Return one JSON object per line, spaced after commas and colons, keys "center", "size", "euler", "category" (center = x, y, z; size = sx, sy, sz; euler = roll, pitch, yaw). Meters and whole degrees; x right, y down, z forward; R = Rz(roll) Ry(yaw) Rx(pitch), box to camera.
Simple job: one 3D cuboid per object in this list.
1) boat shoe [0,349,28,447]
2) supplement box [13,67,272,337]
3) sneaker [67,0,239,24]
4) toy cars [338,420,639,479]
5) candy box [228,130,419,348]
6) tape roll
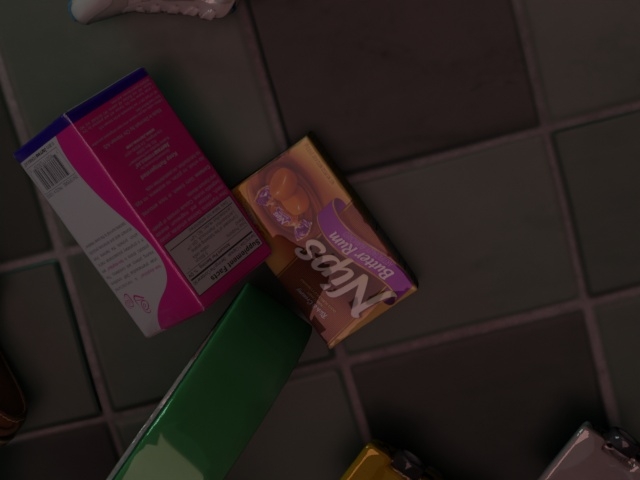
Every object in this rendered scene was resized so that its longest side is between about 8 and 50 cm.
{"center": [-0.379, 0.063, 1.383], "size": [0.104, 0.111, 0.307], "euler": [-35, 97, 11], "category": "boat shoe"}
{"center": [-0.167, -0.034, 1.329], "size": [0.111, 0.114, 0.220], "euler": [-26, 100, 49], "category": "supplement box"}
{"center": [-0.129, -0.245, 1.318], "size": [0.229, 0.087, 0.092], "euler": [-21, 101, 10], "category": "sneaker"}
{"center": [0.203, 0.259, 1.398], "size": [0.394, 0.087, 0.176], "euler": [-5, 106, 2], "category": "toy cars"}
{"center": [0.000, 0.000, 1.374], "size": [0.109, 0.053, 0.186], "euler": [-34, 96, 10], "category": "candy box"}
{"center": [-0.128, 0.189, 1.282], "size": [0.077, 0.321, 0.321], "euler": [35, 101, -2], "category": "tape roll"}
